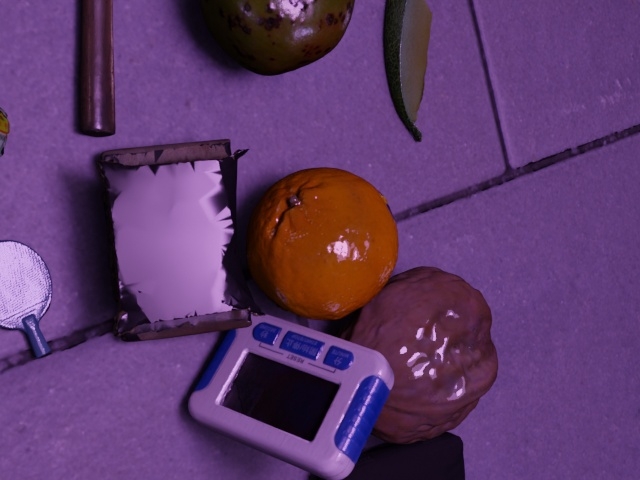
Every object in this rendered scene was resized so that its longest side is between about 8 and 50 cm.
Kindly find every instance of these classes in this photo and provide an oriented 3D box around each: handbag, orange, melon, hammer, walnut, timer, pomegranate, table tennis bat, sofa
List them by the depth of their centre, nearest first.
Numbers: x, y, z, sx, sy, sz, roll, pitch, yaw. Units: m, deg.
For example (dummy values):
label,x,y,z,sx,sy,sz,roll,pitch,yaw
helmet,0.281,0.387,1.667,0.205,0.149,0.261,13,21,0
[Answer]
label,x,y,z,sx,sy,sz,roll,pitch,yaw
table tennis bat,-0.376,0.074,1.218,0.100,0.019,0.155,-30,103,-33
hammer,-0.289,-0.357,1.285,0.168,0.044,0.439,0,87,-36
sofa,-0.193,0.000,1.291,0.200,0.182,0.258,-7,92,-18
timer,-0.039,0.207,1.317,0.178,0.253,0.078,-61,147,-20
pomegranate,-0.094,-0.340,1.323,0.286,0.231,0.230,10,82,-24
orange,0.001,0.002,1.370,0.193,0.219,0.219,51,50,-73
walnut,0.143,0.172,1.454,0.273,0.227,0.273,6,80,-39
handbag,0.113,0.431,1.506,0.275,0.088,0.244,-8,95,-39
melon,0.148,-0.292,1.603,0.114,0.053,0.261,-4,94,-53

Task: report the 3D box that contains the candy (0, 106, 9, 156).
label,x,y,z,sx,sy,sz,roll,pitch,yaw
candy,-0.458,-0.032,1.135,0.083,0.091,0.305,36,75,-39
